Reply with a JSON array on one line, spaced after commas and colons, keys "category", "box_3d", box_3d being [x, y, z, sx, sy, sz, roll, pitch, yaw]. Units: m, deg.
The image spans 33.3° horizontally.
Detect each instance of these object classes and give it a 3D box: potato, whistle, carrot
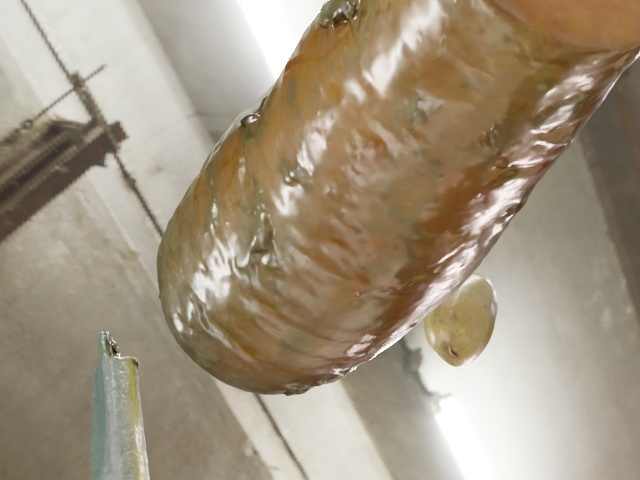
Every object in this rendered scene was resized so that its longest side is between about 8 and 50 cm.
[{"category": "potato", "box_3d": [0.216, 0.120, 1.643, 0.178, 0.109, 0.118, -51, -54, -54]}, {"category": "whistle", "box_3d": [-0.193, 0.211, 1.025, 0.057, 0.326, 0.067, -14, -52, -3]}, {"category": "carrot", "box_3d": [0.025, -0.030, 0.465, 0.139, 0.302, 0.138, 12, -120, -23]}]
